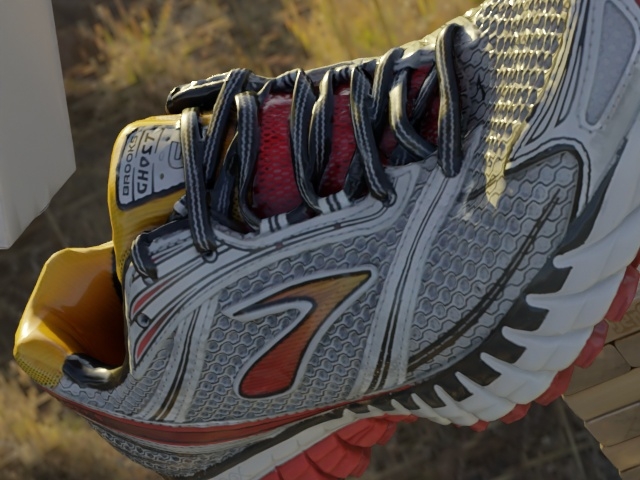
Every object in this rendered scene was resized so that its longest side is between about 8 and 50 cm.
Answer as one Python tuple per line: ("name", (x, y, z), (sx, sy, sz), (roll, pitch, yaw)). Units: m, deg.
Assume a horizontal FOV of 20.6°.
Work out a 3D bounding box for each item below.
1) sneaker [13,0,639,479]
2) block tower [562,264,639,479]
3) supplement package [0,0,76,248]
("sneaker", (0.000, 0.000, 0.399), (0.225, 0.092, 0.088), (-41, 27, 44))
("block tower", (0.185, 0.082, 0.716), (0.097, 0.335, 0.091), (-25, 39, 23))
("supplement package", (-0.321, -0.157, 1.411), (0.175, 0.293, 0.177), (-1, 22, 11))
